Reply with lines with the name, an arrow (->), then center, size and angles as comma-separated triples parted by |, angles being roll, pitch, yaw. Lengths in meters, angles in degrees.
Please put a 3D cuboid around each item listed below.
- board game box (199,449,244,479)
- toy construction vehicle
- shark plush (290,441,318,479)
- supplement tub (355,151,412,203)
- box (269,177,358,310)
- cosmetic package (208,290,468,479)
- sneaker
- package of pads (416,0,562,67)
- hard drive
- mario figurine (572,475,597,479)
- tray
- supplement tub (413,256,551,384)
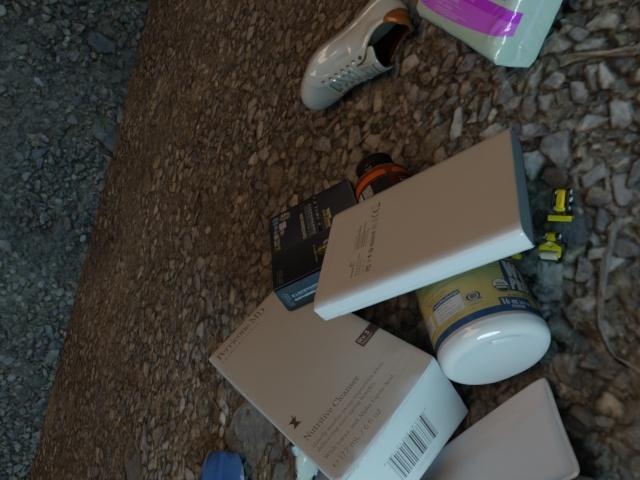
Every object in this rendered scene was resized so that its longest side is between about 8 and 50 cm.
board game box -> -0.212, 0.545, 1.203 | 0.168, 0.033, 0.133 | -17, 61, 42
toy construction vehicle -> 0.307, -0.021, 0.748 | 0.085, 0.035, 0.098 | 1, 82, 39
shark plush -> -0.025, 0.421, 1.021 | 0.067, 0.073, 0.161 | -154, 58, -70
supplement tub -> 0.123, -0.059, 0.920 | 0.106, 0.106, 0.198 | -44, 48, 33
box -> 0.000, 0.000, 0.977 | 0.183, 0.059, 0.233 | -25, 35, 11
cosmetic package -> 0.011, 0.231, 0.868 | 0.217, 0.156, 0.385 | -48, 37, -18
sneaker -> 0.065, -0.355, 1.077 | 0.290, 0.106, 0.123 | -44, 46, 31
package of pads -> 0.277, -0.444, 0.800 | 0.229, 0.101, 0.297 | 57, 140, 42
hard drive -> 0.131, -0.018, 0.743 | 0.307, 0.040, 0.203 | -25, 35, 34
mario figurine -> 0.334, 0.332, 0.527 | 0.320, 0.198, 0.170 | -35, 80, 34
tray -> 0.223, 0.311, 0.713 | 0.270, 0.030, 0.145 | -50, 16, 29
supplement tub -> 0.206, 0.077, 0.734 | 0.144, 0.144, 0.200 | -46, 38, 32
